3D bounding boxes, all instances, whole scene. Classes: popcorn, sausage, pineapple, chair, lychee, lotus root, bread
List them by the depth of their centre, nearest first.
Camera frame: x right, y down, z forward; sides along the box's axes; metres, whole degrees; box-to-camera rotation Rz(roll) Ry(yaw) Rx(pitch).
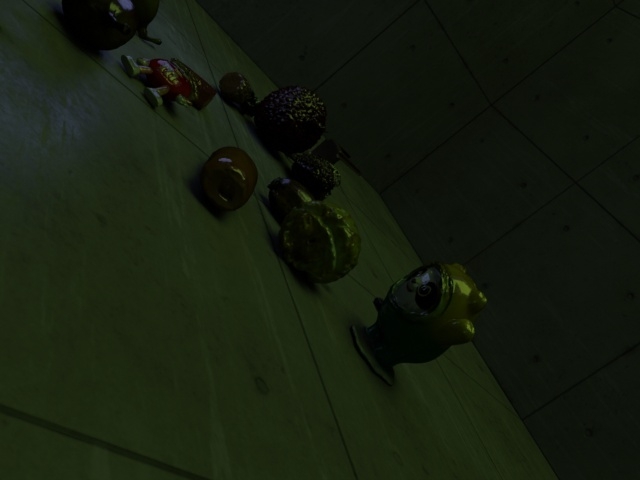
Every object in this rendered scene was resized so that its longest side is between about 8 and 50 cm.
[{"bbox_3d":[-0.214,-0.164,1.478,0.134,0.116,0.354,38,12,-13],"label":"sausage"},{"bbox_3d":[0.000,0.000,1.576,0.221,0.204,0.184,40,9,15],"label":"popcorn"},{"bbox_3d":[-0.072,-0.098,1.757,0.209,0.120,0.120,51,12,7],"label":"lotus root"},{"bbox_3d":[-0.371,-0.455,1.826,0.192,0.067,0.119,33,22,-54],"label":"bread"},{"bbox_3d":[-0.103,-0.454,2.284,0.300,0.264,0.264,18,-5,29],"label":"lychee"},{"bbox_3d":[-0.293,-0.545,2.292,0.237,0.111,0.119,41,46,-71],"label":"pineapple"},{"bbox_3d":[-0.005,-0.364,2.600,0.326,0.183,0.175,41,15,-42],"label":"chair"}]

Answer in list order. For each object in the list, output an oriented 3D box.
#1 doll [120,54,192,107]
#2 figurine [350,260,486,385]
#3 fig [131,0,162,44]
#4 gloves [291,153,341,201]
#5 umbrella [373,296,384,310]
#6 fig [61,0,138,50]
[{"bbox_3d":[-0.400,-0.411,1.576,0.183,0.085,0.217,51,22,4],"label":"doll"},{"bbox_3d":[0.267,0.204,1.594,0.231,0.340,0.323,45,16,-26],"label":"figurine"},{"bbox_3d":[-0.548,-0.690,1.796,0.142,0.186,0.148,5,8,-3],"label":"fig"},{"bbox_3d":[-0.019,-0.247,2.322,0.210,0.135,0.312,52,13,6],"label":"gloves"},{"bbox_3d":[0.213,0.238,1.997,0.040,0.037,0.144,59,3,-37],"label":"umbrella"},{"bbox_3d":[-0.477,-0.494,1.354,0.170,0.145,0.274,39,3,-41],"label":"fig"}]
